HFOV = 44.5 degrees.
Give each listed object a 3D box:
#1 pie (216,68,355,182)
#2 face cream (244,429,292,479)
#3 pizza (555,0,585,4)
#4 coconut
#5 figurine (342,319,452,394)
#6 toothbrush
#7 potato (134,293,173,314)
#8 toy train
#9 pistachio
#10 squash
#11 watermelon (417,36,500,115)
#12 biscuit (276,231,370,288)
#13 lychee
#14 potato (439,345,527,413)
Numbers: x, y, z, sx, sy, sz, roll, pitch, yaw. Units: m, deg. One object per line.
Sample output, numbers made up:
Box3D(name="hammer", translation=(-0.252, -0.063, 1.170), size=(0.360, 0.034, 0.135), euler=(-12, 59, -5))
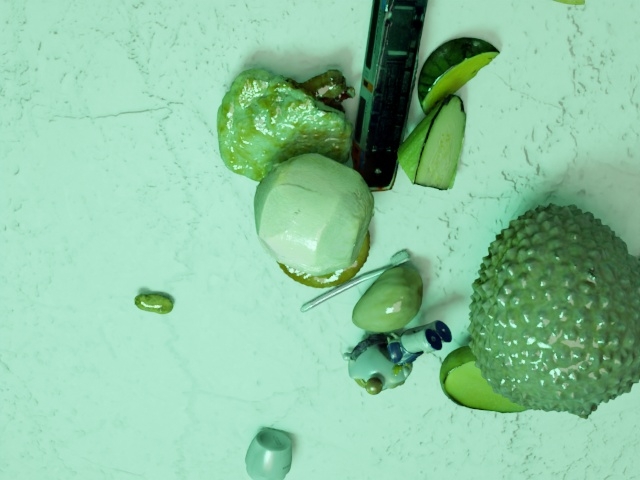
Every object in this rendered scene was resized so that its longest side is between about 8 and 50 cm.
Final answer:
Box3D(name="pie", translation=(-0.068, -0.213, 1.540), size=(0.274, 0.105, 0.257), euler=(2, 127, 5))
Box3D(name="face cream", translation=(-0.127, 0.537, 1.940), size=(0.117, 0.117, 0.104), euler=(12, 109, -1))
Box3D(name="pizza", translation=(0.422, -0.491, 1.374), size=(0.131, 0.041, 0.178), euler=(-38, 109, 21))
Box3D(name="coconut", translation=(-0.024, -0.052, 1.487), size=(0.230, 0.227, 0.227), euler=(20, 119, 9))
Box3D(name="figurine", translation=(0.159, 0.254, 1.707), size=(0.133, 0.194, 0.274), euler=(53, 156, 3))
Box3D(name="toothbrush", translation=(0.073, 0.094, 1.735), size=(0.286, 0.020, 0.025), euler=(-29, 80, 20))
Box3D(name="potato", translation=(-0.383, 0.144, 1.795), size=(0.092, 0.046, 0.045), euler=(9, 103, -11))
Box3D(name="toy train", translation=(0.123, -0.291, 1.484), size=(0.086, 0.089, 0.410), euler=(-5, 122, -21))
Box3D(name="pistachio", translation=(0.148, 0.133, 1.696), size=(0.185, 0.124, 0.124), euler=(-28, 112, 24))
Box3D(name="squash", translation=(0.207, -0.196, 1.506), size=(0.085, 0.192, 0.184), euler=(18, 97, 29))
Box3D(name="watermelon", translation=(0.246, -0.314, 1.467), size=(0.181, 0.075, 0.092), euler=(-36, 113, 20))
Box3D(name="biscuit", translation=(0.000, 0.000, 1.668), size=(0.220, 0.066, 0.221), euler=(2, 115, 4))
Box3D(name="lychee", translation=(0.470, 0.142, 1.533), size=(0.380, 0.380, 0.432), euler=(-16, 94, 14))
Box3D(name="potato", translation=(0.388, 0.293, 1.759), size=(0.271, 0.111, 0.160), euler=(7, 127, -14))
